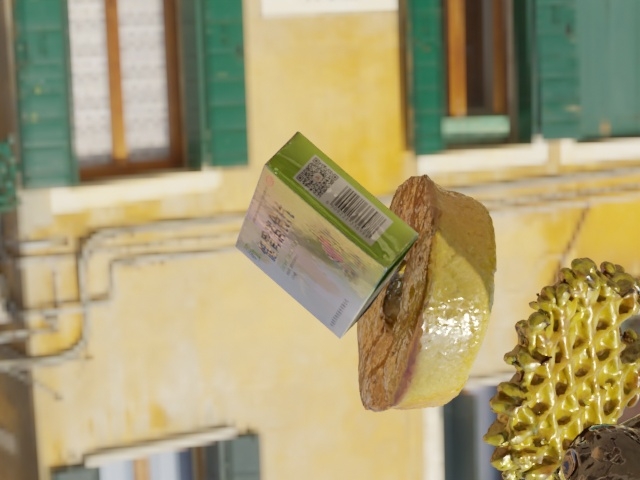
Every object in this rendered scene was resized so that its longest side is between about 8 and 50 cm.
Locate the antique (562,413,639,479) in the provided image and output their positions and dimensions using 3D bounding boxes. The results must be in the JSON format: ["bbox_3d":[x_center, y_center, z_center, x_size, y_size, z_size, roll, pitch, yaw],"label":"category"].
[{"bbox_3d":[0.227,0.114,0.829,0.257,0.121,0.143,-36,160,6],"label":"antique"}]

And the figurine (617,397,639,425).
[{"bbox_3d":[0.356,0.262,1.811,0.173,0.173,0.173,-2,-170,0],"label":"figurine"}]

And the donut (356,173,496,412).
[{"bbox_3d":[0.132,0.073,1.892,0.110,0.303,0.303,11,-173,-11],"label":"donut"}]

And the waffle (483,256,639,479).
[{"bbox_3d":[0.237,0.129,1.441,0.051,0.229,0.231,25,-177,38],"label":"waffle"}]

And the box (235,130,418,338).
[{"bbox_3d":[0.000,0.001,1.752,0.062,0.175,0.260,-47,174,-21],"label":"box"}]
